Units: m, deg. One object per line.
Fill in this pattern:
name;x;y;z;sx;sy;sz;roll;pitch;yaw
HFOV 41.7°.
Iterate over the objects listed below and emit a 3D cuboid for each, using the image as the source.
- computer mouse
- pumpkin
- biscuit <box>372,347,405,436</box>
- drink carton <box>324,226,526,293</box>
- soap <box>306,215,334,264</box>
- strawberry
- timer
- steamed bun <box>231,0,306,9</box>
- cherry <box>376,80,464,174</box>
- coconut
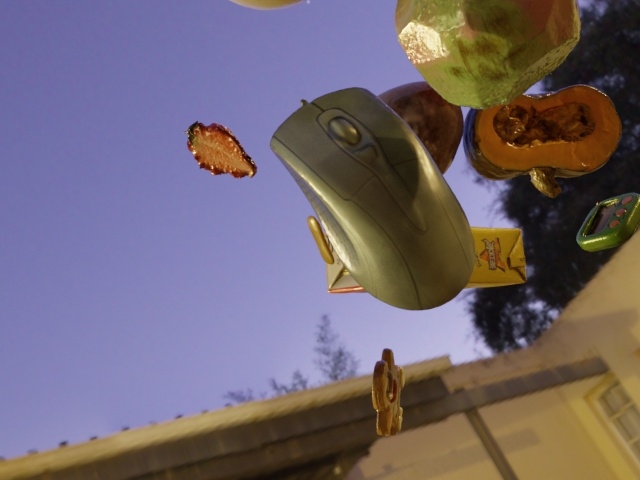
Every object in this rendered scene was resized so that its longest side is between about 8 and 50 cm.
computer mouse;0.078;-0.076;1.173;0.188;0.371;0.122;-31;-17;-16
pumpkin;0.437;-0.195;1.694;0.317;0.222;0.139;-5;4;-13
biscuit;0.127;0.279;1.548;0.035;0.158;0.240;-1;-18;11
drink carton;0.190;0.034;1.486;0.351;0.111;0.154;2;-8;-36
soap;0.000;0.000;1.360;0.012;0.089;0.034;-31;17;-27
strawberry;-0.178;-0.164;1.514;0.104;0.152;0.048;-57;3;43
timer;0.594;-0.036;1.716;0.128;0.047;0.140;-20;27;55
steamed bun;-0.088;-0.512;1.349;0.309;0.309;0.309;-20;-32;-14
cherry;0.165;-0.197;1.600;0.213;0.184;0.266;-5;-35;-25
coconut;0.207;-0.285;1.028;0.235;0.205;0.236;14;-24;6
